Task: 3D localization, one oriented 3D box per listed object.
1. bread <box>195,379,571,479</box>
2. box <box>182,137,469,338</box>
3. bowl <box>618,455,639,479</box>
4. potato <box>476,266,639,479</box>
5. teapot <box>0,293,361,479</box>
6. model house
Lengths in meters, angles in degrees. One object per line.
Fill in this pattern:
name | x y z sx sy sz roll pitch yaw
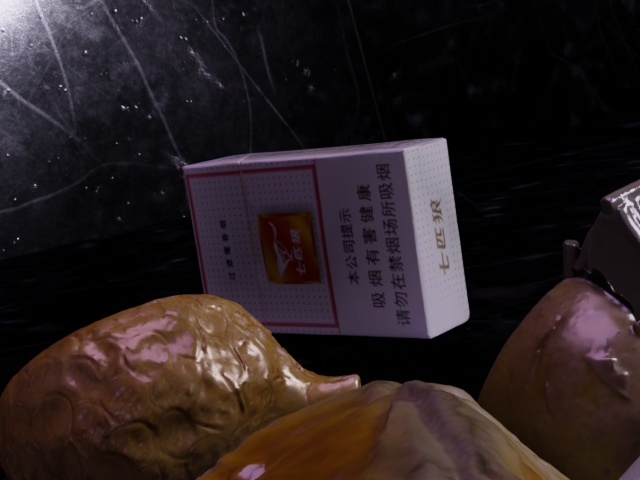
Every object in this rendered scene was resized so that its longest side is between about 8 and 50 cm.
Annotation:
bread | 0.031 0.187 0.478 0.236 0.183 0.388 -23 12 16
box | 0.000 0.000 1.460 0.330 0.210 0.095 -1 11 40
bowl | 0.223 0.110 0.368 0.277 0.145 0.277 27 12 -6
potato | 0.156 0.141 0.708 0.098 0.243 0.138 -36 53 -15
teapot | -0.117 0.153 0.865 0.311 0.167 0.203 -27 -19 1
model house | 0.314 0.025 1.156 0.229 0.188 0.122 -14 26 -27
